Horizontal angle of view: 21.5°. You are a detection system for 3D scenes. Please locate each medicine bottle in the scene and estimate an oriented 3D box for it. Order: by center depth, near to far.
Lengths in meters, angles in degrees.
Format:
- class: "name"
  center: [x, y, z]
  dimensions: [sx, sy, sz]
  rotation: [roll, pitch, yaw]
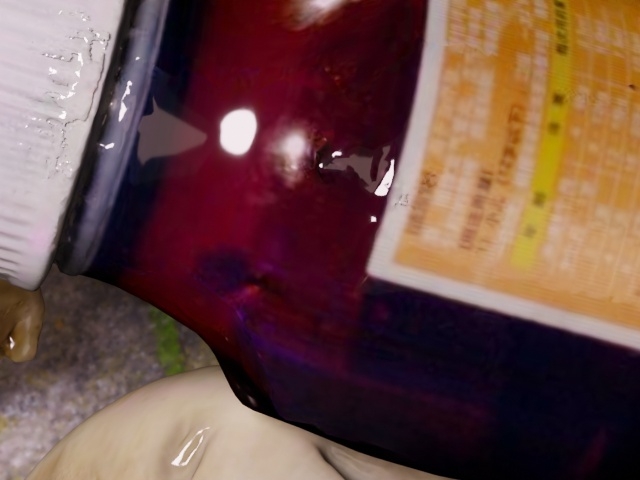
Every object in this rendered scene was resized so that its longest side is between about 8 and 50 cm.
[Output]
- class: "medicine bottle"
  center: [-0.019, -0.036, 0.727]
  dimensions: [0.395, 0.242, 0.243]
  rotation: [16, 96, -17]

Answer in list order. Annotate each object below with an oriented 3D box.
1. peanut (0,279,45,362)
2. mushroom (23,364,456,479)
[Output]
- class: "peanut"
  center: [-0.263, -0.020, 0.826]
  dimensions: [0.291, 0.159, 0.143]
  rotation: [19, 56, -22]
- class: "mushroom"
  center: [-0.030, 0.256, 0.856]
  dimensions: [0.353, 0.353, 0.325]
  rotation: [-48, 113, -4]
